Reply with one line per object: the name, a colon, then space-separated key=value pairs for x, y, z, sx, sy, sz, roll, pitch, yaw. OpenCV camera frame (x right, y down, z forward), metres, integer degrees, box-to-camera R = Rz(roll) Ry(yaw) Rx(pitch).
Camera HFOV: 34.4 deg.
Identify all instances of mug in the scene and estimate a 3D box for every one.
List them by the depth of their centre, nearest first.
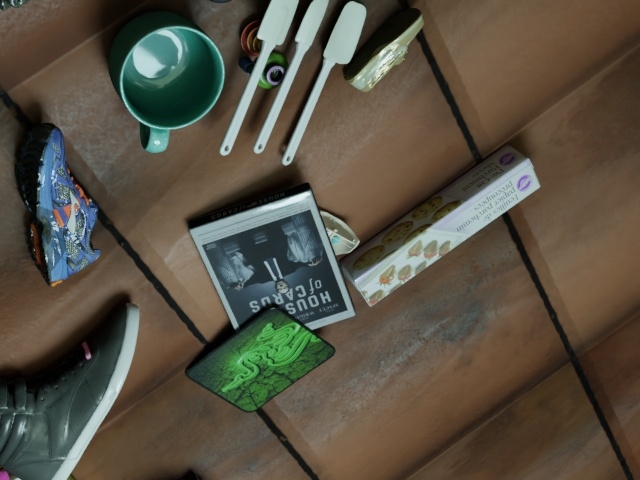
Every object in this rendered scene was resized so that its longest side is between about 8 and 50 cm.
mug: x=-0.201 y=-0.203 z=1.261 sx=0.158 sy=0.097 sz=0.129 roll=-47 pitch=127 yaw=6

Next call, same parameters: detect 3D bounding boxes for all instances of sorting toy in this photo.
sorting toy: x=-0.072 y=-0.234 z=1.339 sx=0.061 sy=0.042 sz=0.102 roll=-30 pitch=126 yaw=-7
sorting toy: x=0.000 y=0.000 z=1.510 sx=0.083 sy=0.045 sz=0.075 roll=28 pitch=114 yaw=-25

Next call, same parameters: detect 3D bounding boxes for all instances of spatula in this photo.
spatula: x=-0.037 y=-0.212 z=1.353 sx=0.168 sy=0.019 sz=0.242 roll=6 pitch=112 yaw=-50

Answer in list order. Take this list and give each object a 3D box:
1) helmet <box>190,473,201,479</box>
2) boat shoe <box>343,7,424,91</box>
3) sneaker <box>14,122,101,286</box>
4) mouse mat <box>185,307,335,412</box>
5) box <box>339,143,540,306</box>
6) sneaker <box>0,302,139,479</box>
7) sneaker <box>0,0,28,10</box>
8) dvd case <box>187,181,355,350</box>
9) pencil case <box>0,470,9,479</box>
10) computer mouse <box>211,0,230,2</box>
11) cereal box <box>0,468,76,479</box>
helmet: x=-0.209 y=0.461 z=1.595 sx=0.169 sy=0.161 sz=0.169 roll=-12 pitch=122 yaw=-20
boat shoe: x=0.092 y=-0.258 z=1.404 sx=0.135 sy=0.050 sz=0.045 roll=-41 pitch=131 yaw=13
sneaker: x=-0.329 y=-0.051 z=1.310 sx=0.087 sy=0.083 sz=0.221 roll=-20 pitch=131 yaw=-30
mouse mat: x=-0.090 y=0.184 z=1.560 sx=0.189 sy=0.007 sz=0.152 roll=-38 pitch=128 yaw=18
box: x=0.180 y=-0.024 z=1.567 sx=0.324 sy=0.067 sz=0.063 roll=-34 pitch=127 yaw=-3
sneaker: x=-0.365 y=0.198 z=1.411 sx=0.147 sy=0.104 sz=0.296 roll=28 pitch=94 yaw=-20
sneaker: x=-0.290 y=-0.309 z=1.168 sx=0.227 sy=0.087 sz=0.130 roll=16 pitch=112 yaw=-28
dvd case: x=-0.065 y=0.043 z=1.483 sx=0.179 sy=0.029 sz=0.239 roll=-18 pitch=125 yaw=3
pencil case: x=-0.545 y=0.372 z=1.398 sx=0.236 sy=0.104 sz=0.104 roll=-30 pitch=127 yaw=9
computer mouse: x=-0.128 y=-0.373 z=1.107 sx=0.071 sy=0.041 sz=0.242 roll=-6 pitch=120 yaw=4
cereal box: x=-0.464 y=0.426 z=1.525 sx=0.240 sy=0.047 sz=0.173 roll=-30 pitch=125 yaw=-6
